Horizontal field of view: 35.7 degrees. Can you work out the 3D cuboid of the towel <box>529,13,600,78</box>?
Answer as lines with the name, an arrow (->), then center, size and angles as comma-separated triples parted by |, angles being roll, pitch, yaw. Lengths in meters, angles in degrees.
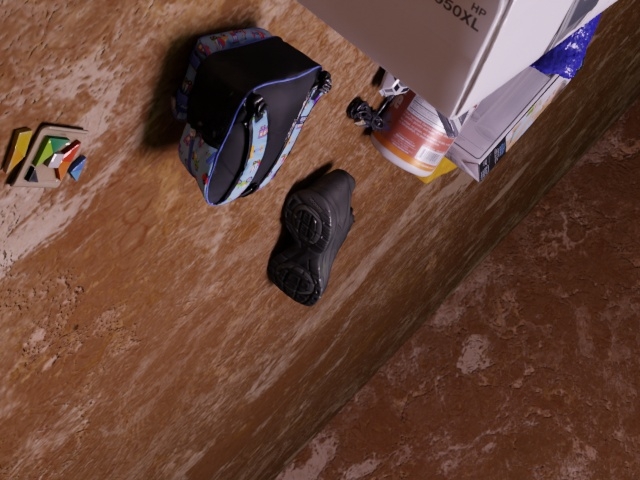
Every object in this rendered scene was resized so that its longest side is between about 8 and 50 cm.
towel -> 0.290, -0.378, 1.252 | 0.076, 0.228, 0.308 | 2, 115, -50

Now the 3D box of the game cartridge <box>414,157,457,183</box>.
game cartridge -> 0.336, -0.272, 1.980 | 0.324, 0.053, 0.285 | -32, 155, -47

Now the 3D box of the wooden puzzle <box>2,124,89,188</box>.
wooden puzzle -> -0.259, -0.078, 0.954 | 0.078, 0.014, 0.116 | -57, 162, 21

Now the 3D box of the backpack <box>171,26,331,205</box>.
backpack -> -0.090, -0.130, 1.093 | 0.158, 0.117, 0.173 | -30, 153, -49

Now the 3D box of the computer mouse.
computer mouse -> 0.115, -0.250, 1.497 | 0.193, 0.042, 0.106 | -50, 159, 18

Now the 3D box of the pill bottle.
pill bottle -> 0.182, -0.220, 1.584 | 0.216, 0.121, 0.121 | -57, 162, 19

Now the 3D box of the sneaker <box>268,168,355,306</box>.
sneaker -> 0.000, 0.000, 1.623 | 0.130, 0.109, 0.286 | -45, 165, -38

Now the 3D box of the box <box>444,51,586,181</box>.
box -> 0.304, -0.266, 1.721 | 0.290, 0.169, 0.087 | -47, 160, -7

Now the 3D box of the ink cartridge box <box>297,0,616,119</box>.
ink cartridge box -> 0.164, -0.336, 1.019 | 0.395, 0.285, 0.166 | -37, 159, -36

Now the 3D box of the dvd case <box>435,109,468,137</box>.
dvd case -> 0.198, -0.281, 1.419 | 0.164, 0.018, 0.221 | 58, 47, -39
